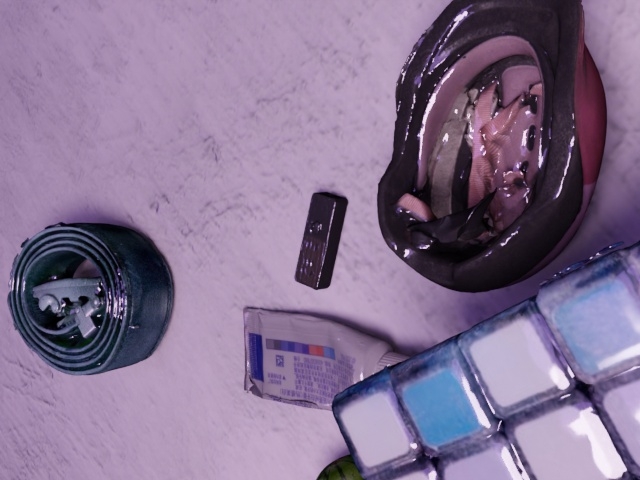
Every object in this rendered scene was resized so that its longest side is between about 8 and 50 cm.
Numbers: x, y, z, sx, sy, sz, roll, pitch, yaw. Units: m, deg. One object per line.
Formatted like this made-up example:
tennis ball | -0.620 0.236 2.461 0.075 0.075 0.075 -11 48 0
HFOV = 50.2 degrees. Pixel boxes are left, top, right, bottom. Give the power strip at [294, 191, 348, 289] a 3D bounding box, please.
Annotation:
power strip | 0.000 0.000 0.783 0.038 0.029 0.111 19 103 32

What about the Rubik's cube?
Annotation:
Rubik's cube | 0.236 0.159 0.478 0.292 0.287 0.293 -37 72 31

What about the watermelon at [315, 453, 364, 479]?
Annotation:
watermelon | 0.041 0.284 0.733 0.109 0.109 0.109 2 94 34

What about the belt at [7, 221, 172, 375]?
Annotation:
belt | -0.329 0.077 0.961 0.267 0.116 0.207 6 93 31

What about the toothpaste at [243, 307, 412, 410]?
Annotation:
toothpaste | 0.008 0.143 0.775 0.282 0.068 0.099 0 63 43

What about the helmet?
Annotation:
helmet | 0.161 -0.074 0.602 0.198 0.154 0.253 23 87 51
